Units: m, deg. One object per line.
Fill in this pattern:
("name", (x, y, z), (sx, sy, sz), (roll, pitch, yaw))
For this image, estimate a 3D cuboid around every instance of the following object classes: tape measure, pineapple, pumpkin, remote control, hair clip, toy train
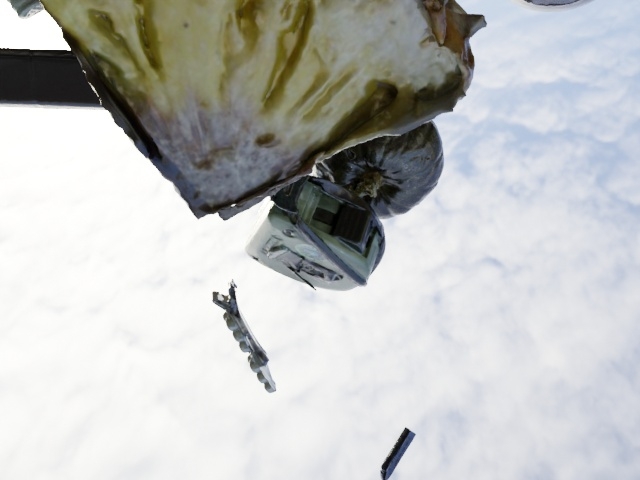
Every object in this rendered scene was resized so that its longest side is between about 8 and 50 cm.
("tape measure", (0.000, 0.000, 0.981), (0.115, 0.207, 0.235), (-68, -171, -23))
("pineapple", (-0.040, -0.103, 0.356), (0.237, 0.186, 0.114), (8, -152, -11))
("pumpkin", (0.092, -0.131, 1.103), (0.224, 0.223, 0.157), (-9, -138, 18))
("remote control", (-0.332, -0.163, 0.668), (0.246, 0.063, 0.025), (0, -164, -7))
("hair clip", (-0.143, 0.183, 1.308), (0.054, 0.220, 0.140), (-28, -161, -5))
("toy train", (0.110, 0.314, 0.980), (0.083, 0.017, 0.017), (-56, -149, -9))

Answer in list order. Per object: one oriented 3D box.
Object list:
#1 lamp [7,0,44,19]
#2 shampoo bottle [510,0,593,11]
("lamp", (-0.502, -0.442, 1.046), (0.106, 0.193, 0.106), (-29, -166, 8))
("shampoo bottle", (0.398, -0.536, 1.112), (0.273, 0.272, 0.266), (-5, -144, 23))
